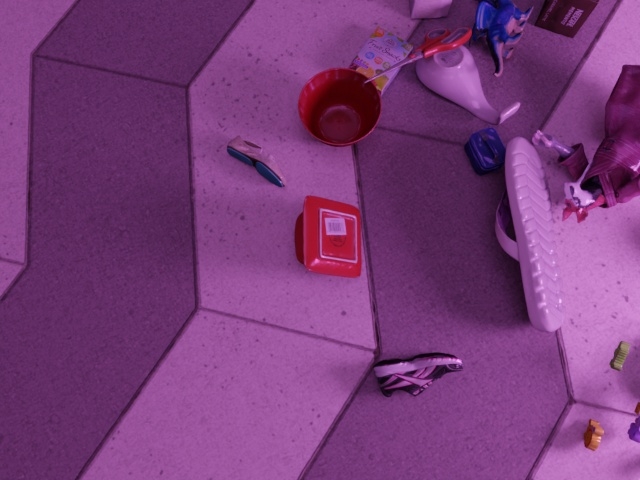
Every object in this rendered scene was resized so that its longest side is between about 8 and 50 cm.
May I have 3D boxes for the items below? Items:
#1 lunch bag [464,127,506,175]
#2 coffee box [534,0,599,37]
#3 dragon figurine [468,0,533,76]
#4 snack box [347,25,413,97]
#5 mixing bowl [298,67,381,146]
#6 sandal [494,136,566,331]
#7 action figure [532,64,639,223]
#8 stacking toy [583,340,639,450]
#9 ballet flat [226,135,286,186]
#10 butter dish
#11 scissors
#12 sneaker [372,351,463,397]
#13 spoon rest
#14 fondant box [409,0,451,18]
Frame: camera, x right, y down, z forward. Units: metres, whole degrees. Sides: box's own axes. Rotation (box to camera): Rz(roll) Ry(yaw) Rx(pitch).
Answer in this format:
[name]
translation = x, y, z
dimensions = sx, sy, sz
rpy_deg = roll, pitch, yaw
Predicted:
[lunch bag]
translation = 0.367, -0.194, 1.233
dimensions = 0.067, 0.065, 0.098
rpy_deg = -23, 76, -3
[coffee box]
translation = 0.602, -0.619, 1.289
dimensions = 0.098, 0.141, 0.246
rpy_deg = 23, 80, 7
[dragon figurine]
translation = 0.393, -0.494, 1.293
dimensions = 0.144, 0.085, 0.289
rpy_deg = 23, 76, 8
[snack box]
translation = 0.137, -0.419, 1.310
dimensions = 0.100, 0.037, 0.141
rpy_deg = 33, 79, 8
[mixing bowl]
translation = 0.044, -0.280, 1.249
dimensions = 0.181, 0.098, 0.181
rpy_deg = -1, 77, 3
[sandal]
translation = 0.415, -0.017, 1.166
dimensions = 0.102, 0.169, 0.416
rpy_deg = -15, 72, 40
[action figure]
translation = 0.637, -0.187, 1.195
dimensions = 0.370, 0.276, 0.248
rpy_deg = -55, 49, 8
[stacking toy]
translation = 0.625, 0.325, 1.070
dimensions = 0.167, 0.052, 0.221
rpy_deg = 18, 96, 11
[ballet flat]
translation = -0.135, -0.184, 1.256
dimensions = 0.168, 0.057, 0.052
rpy_deg = 34, 70, 9
[butter dish]
translation = 0.000, 0.000, 1.181
dimensions = 0.160, 0.118, 0.160
rpy_deg = 10, 75, -39
[scissors]
translation = 0.223, -0.412, 1.238
dimensions = 0.109, 0.021, 0.297
rpy_deg = 23, 51, 37
[sneaker]
translation = 0.200, 0.275, 1.135
dimensions = 0.178, 0.072, 0.077
rpy_deg = -9, 88, 8
[spoon rest]
translation = 0.331, -0.356, 1.278
dimensions = 0.137, 0.084, 0.276
rpy_deg = -35, 64, -7
[fondant box]
translation = 0.252, -0.722, 1.275
dimensions = 0.096, 0.238, 0.330
rpy_deg = -4, 76, 0
